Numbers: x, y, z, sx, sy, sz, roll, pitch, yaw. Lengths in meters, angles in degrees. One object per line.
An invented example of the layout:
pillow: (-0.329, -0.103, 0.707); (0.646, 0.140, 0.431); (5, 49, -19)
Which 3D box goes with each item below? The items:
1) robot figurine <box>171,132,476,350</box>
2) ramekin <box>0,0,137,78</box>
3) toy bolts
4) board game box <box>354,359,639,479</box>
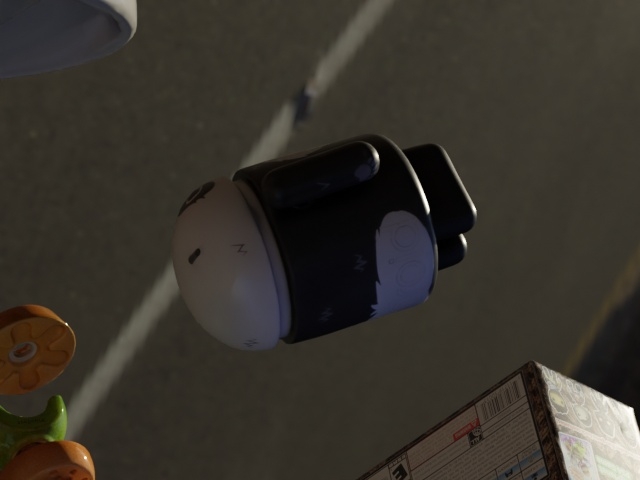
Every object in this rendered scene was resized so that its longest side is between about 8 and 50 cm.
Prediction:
robot figurine: (-0.001, -0.003, 1.814); (0.173, 0.278, 0.209); (-140, -144, -63)
ramekin: (-0.235, -0.173, 1.062); (0.273, 0.273, 0.127); (24, 64, -72)
toy bolts: (-0.314, 0.194, 1.845); (0.228, 0.158, 0.218); (-7, 133, -28)
board game box: (0.163, 0.289, 1.579); (0.141, 0.232, 0.291); (25, 40, -37)
